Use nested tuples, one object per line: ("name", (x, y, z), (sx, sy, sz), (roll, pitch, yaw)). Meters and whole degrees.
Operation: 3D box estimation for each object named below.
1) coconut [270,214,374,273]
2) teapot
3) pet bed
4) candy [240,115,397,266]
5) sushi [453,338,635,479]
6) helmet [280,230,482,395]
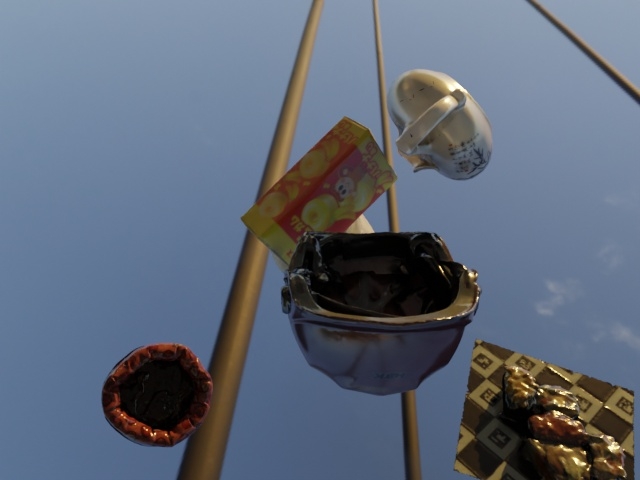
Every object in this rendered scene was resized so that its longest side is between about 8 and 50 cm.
("coconut", (0.000, 0.000, 1.340), (0.237, 0.266, 0.237), (-12, -123, 19))
("teapot", (0.181, -0.183, 0.926), (0.165, 0.299, 0.208), (-32, -95, 19))
("pet bed", (-0.297, 0.283, 1.046), (0.053, 0.201, 0.201), (-27, -144, 59))
("candy", (0.002, -0.081, 1.053), (0.276, 0.146, 0.088), (-46, -133, -2))
("sushi", (0.393, 0.298, 0.965), (0.294, 0.059, 0.292), (14, -139, 15))
("helmet", (0.077, 0.111, 0.814), (0.270, 0.197, 0.338), (0, -157, -5))
